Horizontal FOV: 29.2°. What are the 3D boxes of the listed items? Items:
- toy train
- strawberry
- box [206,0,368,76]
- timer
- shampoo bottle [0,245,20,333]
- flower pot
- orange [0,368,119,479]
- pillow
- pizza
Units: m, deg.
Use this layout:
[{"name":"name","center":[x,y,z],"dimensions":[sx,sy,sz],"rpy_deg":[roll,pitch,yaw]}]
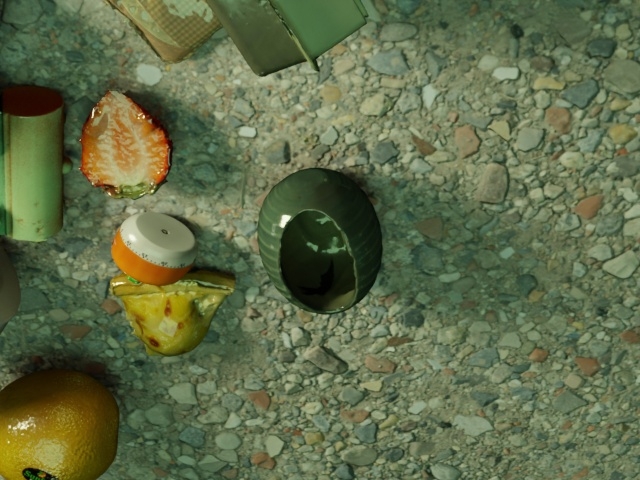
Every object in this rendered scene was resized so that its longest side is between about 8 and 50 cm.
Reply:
[{"name":"toy train","center":[-0.463,-0.114,1.848],"dimensions":[0.177,0.116,0.285],"rpy_deg":[-1,130,-13]},{"name":"strawberry","center":[-0.292,-0.147,1.824],"dimensions":[0.146,0.082,0.187],"rpy_deg":[-7,123,1]},{"name":"box","center":[-0.075,-0.361,1.548],"dimensions":[0.166,0.220,0.290],"rpy_deg":[-29,123,9]},{"name":"timer","center":[-0.269,0.022,1.956],"dimensions":[0.136,0.099,0.136],"rpy_deg":[10,135,11]},{"name":"shampoo bottle","center":[-0.632,0.100,1.918],"dimensions":[0.266,0.273,0.273],"rpy_deg":[-37,120,19]},{"name":"flower pot","center":[0.000,0.000,1.884],"dimensions":[0.189,0.157,0.243],"rpy_deg":[-5,131,8]},{"name":"orange","center":[-0.465,0.333,2.145],"dimensions":[0.236,0.236,0.236],"rpy_deg":[1,130,1]},{"name":"pillow","center":[-0.231,-0.340,1.688],"dimensions":[0.135,0.034,0.211],"rpy_deg":[-33,120,28]},{"name":"pizza","center":[-0.231,0.127,2.051],"dimensions":[0.204,0.080,0.188],"rpy_deg":[-8,130,7]}]
